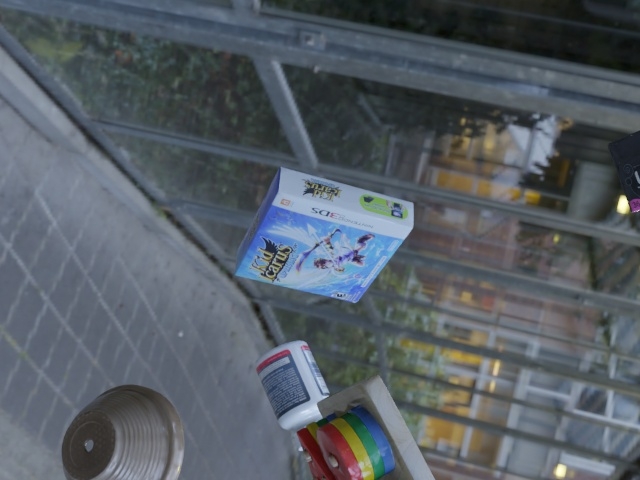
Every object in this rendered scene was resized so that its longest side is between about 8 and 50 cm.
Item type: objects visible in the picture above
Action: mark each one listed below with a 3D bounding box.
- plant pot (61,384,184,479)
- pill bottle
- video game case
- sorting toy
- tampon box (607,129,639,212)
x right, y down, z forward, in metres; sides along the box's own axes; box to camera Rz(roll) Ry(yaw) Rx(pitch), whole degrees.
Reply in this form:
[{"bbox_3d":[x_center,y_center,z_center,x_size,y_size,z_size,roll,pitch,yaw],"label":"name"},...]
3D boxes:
[{"bbox_3d":[-0.358,0.356,1.582,0.109,0.237,0.238,33,68,-56],"label":"plant pot"},{"bbox_3d":[-0.040,0.284,1.704,0.108,0.107,0.180,76,-10,-69],"label":"pill bottle"},{"bbox_3d":[0.000,0.000,1.659,0.269,0.244,0.061,122,-22,-50],"label":"video game case"},{"bbox_3d":[0.062,0.321,1.204,0.256,0.089,0.257,62,-19,8],"label":"sorting toy"},{"bbox_3d":[0.489,-0.112,1.234,0.120,0.161,0.102,-26,-99,58],"label":"tampon box"}]
